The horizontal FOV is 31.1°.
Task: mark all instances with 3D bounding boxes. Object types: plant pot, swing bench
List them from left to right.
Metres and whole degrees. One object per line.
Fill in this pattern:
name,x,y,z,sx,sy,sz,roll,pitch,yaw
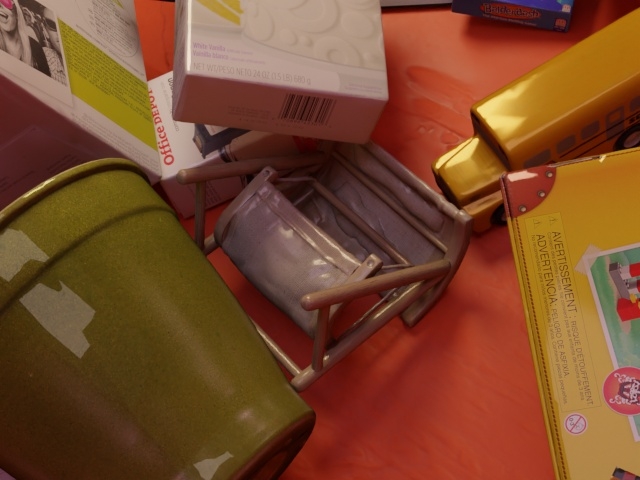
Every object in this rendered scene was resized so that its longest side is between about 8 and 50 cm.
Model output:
plant pot,-0.205,0.160,1.261,0.353,0.366,0.366,41,79,14
swing bench,0.000,0.000,1.374,0.255,0.165,0.253,-27,54,-30

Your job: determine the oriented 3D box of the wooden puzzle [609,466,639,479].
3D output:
wooden puzzle,0.282,0.238,1.042,0.083,0.006,0.049,23,71,25

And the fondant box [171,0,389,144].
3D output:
fondant box,-0.053,-0.287,1.401,0.238,0.096,0.330,6,57,-14

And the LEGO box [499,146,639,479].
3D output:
LEGO box,0.412,0.145,1.171,0.373,0.193,0.500,-10,61,10

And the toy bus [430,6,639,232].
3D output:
toy bus,0.296,-0.148,1.399,0.333,0.130,0.108,-30,59,-2

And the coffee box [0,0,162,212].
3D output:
coffee box,-0.450,-0.198,1.461,0.338,0.338,0.334,-28,56,22

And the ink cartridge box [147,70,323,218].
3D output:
ink cartridge box,-0.115,-0.161,1.536,0.237,0.100,0.172,-23,57,3

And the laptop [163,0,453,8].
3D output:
laptop,-0.029,-0.510,1.533,0.408,0.236,0.381,0,95,15

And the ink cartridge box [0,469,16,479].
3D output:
ink cartridge box,-0.439,0.270,1.425,0.223,0.045,0.224,-21,58,3

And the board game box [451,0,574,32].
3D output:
board game box,0.279,-0.394,1.570,0.160,0.047,0.210,11,65,8
